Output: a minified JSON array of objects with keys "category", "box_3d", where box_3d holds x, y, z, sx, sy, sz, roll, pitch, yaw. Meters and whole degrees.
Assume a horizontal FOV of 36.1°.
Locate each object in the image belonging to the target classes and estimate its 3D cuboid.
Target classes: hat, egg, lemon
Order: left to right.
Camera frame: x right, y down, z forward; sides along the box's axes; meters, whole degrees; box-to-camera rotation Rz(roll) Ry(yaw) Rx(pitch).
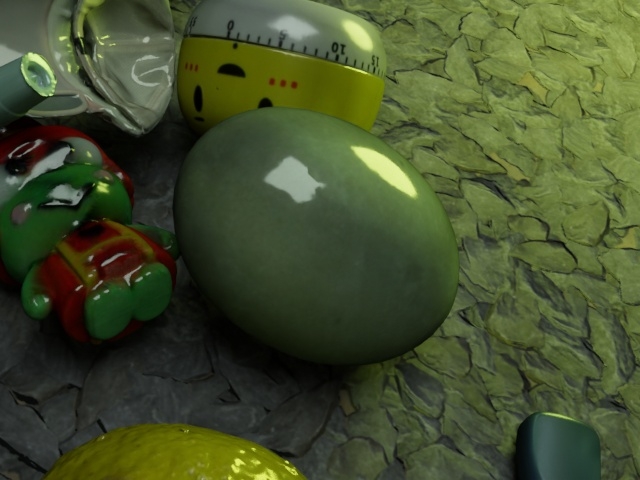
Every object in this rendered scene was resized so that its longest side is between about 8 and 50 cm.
[{"category":"hat","box_3d":[-0.291,-0.230,1.143,0.226,0.164,0.219,0,96,0]},{"category":"lemon","box_3d":[-0.114,0.288,0.838,0.322,0.268,0.268,16,50,-14]},{"category":"egg","box_3d":[0.000,0.000,1.073,0.352,0.258,0.258,38,43,-30]}]

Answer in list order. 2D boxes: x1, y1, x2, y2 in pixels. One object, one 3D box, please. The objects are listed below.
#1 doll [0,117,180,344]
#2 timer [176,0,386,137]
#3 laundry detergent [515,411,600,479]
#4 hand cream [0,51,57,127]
[{"category":"doll","box_3d":[-0.302,-0.035,1.095,0.183,0.160,0.363,-30,63,-25]},{"category":"timer","box_3d":[-0.059,-0.158,1.233,0.285,0.285,0.285,8,52,-10]},{"category":"laundry detergent","box_3d":[0.260,0.293,1.068,0.097,0.061,0.206,19,51,-12]},{"category":"hand cream","box_3d":[-0.422,-0.112,1.072,0.058,0.331,0.085,38,39,-44]}]
